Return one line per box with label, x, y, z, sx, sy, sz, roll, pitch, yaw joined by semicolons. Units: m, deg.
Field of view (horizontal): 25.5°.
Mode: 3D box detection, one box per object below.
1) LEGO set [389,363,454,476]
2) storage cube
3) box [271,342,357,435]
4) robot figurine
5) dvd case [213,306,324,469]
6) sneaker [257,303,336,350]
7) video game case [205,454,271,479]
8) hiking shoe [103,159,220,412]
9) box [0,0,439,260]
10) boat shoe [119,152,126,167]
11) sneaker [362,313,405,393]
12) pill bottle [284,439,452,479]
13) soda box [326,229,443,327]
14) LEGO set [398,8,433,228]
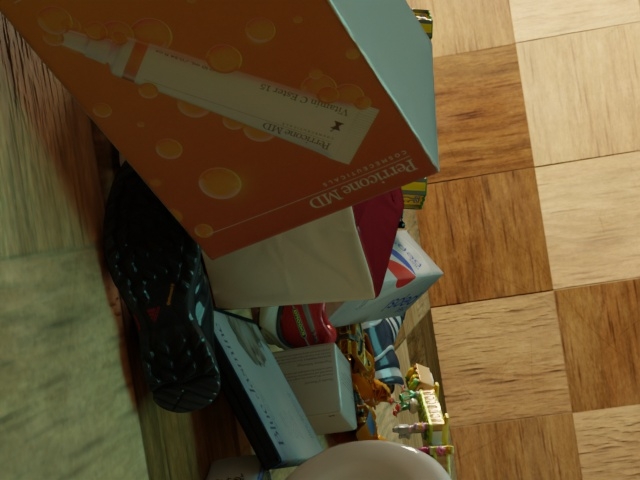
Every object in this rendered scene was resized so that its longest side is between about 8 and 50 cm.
LEGO set;0.128;0.301;2.049;0.132;0.107;0.287;99;-13;-63
storage cube;-0.029;-0.054;1.526;0.193;0.215;0.183;-71;152;-57
box;-0.016;0.182;1.689;0.101;0.102;0.087;60;22;-67
robot figurine;0.041;0.195;2.064;0.291;0.085;0.211;71;13;-48
dvd case;-0.065;0.154;1.482;0.180;0.022;0.253;61;6;12
sneaker;0.000;0.000;1.736;0.107;0.118;0.279;9;89;-84
video game case;-0.067;0.378;1.332;0.244;0.061;0.269;-72;152;-69
hiking shoe;-0.140;0.031;1.227;0.114;0.086;0.227;-136;-141;-79
box;-0.079;-0.181;1.074;0.345;0.215;0.168;52;26;-37
boat shoe;-0.154;-0.125;1.287;0.063;0.066;0.184;100;-19;-76
sneaker;0.096;0.172;2.354;0.282;0.099;0.153;-21;97;-73
pill bottle;0.069;0.372;1.397;0.188;0.188;0.334;-86;165;-52
soda box;0.061;0.051;1.951;0.091;0.098;0.286;50;20;17
LEGO set;0.033;-0.181;1.998;0.255;0.192;0.331;-150;-117;-76
